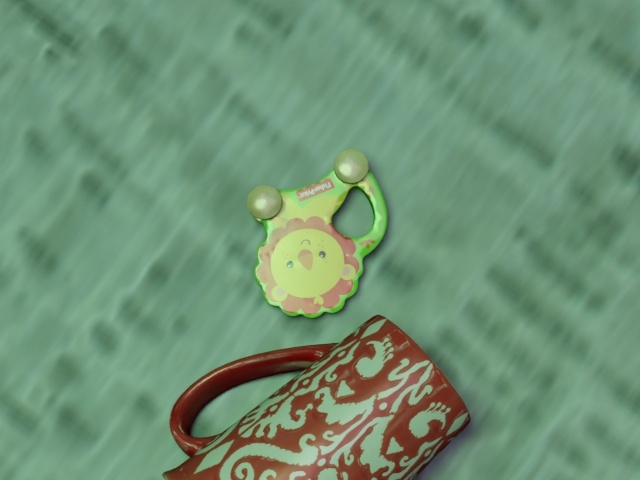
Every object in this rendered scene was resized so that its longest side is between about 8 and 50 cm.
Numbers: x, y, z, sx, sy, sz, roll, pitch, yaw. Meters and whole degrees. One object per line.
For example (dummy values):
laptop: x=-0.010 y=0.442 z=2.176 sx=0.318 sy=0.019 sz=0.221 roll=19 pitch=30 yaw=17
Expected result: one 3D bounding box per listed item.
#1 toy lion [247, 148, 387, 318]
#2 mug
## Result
toy lion: x=0.000 y=0.000 z=1.116 sx=0.100 sy=0.034 sz=0.096 roll=-23 pitch=85 yaw=-3
mug: x=-0.010 y=0.120 z=1.050 sx=0.169 sy=0.113 sz=0.150 roll=-40 pitch=81 yaw=-9
